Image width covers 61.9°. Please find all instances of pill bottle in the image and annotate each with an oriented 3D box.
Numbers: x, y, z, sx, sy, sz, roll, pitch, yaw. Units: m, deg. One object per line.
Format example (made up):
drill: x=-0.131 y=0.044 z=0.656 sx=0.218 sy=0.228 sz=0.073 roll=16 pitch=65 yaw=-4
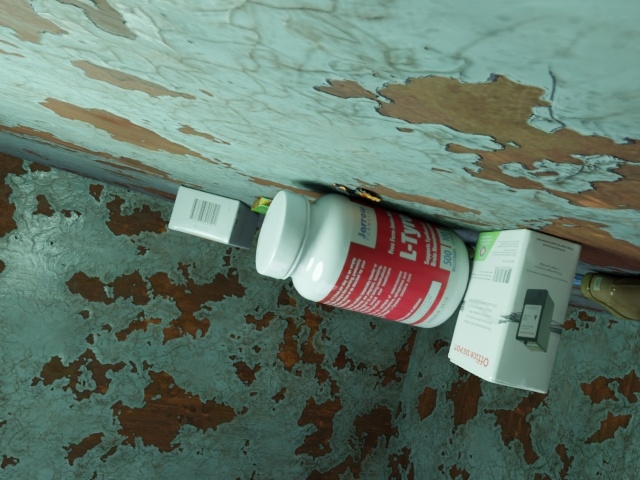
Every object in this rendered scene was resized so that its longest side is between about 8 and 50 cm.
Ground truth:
pill bottle: x=0.084 y=0.034 z=1.122 sx=0.407 sy=0.229 sz=0.229 roll=16 pitch=177 yaw=-19

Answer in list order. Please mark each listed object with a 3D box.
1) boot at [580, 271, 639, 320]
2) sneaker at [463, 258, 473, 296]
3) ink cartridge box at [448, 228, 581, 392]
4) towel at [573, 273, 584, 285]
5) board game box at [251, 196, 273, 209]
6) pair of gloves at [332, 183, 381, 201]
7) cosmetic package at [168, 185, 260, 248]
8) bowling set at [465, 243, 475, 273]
boot: x=0.745 y=0.138 z=1.157 sx=0.235 sy=0.089 sz=0.269 roll=16 pitch=176 yaw=-20
sneaker: x=0.384 y=0.107 z=1.584 sx=0.124 sy=0.107 sz=0.283 roll=22 pitch=-157 yaw=39
ink cartridge box: x=0.360 y=0.125 z=1.016 sx=0.114 sy=0.273 sz=0.198 roll=15 pitch=177 yaw=-8
towel: x=0.712 y=0.113 z=1.398 sx=0.119 sy=0.029 sz=0.067 roll=13 pitch=177 yaw=24
board game box: x=-0.139 y=-0.096 z=1.647 sx=0.124 sy=0.039 sz=0.259 roll=15 pitch=180 yaw=-13
pair of gloves: x=0.068 y=-0.089 z=1.008 sx=0.083 sy=0.010 sz=0.074 roll=14 pitch=177 yaw=28
cosmetic package: x=-0.396 y=-0.076 z=2.074 sx=0.229 sy=0.162 sz=0.453 roll=15 pitch=178 yaw=4
bowling set: x=0.331 y=0.048 z=1.373 sx=0.286 sy=0.200 sz=0.154 roll=18 pitch=-139 yaw=4
